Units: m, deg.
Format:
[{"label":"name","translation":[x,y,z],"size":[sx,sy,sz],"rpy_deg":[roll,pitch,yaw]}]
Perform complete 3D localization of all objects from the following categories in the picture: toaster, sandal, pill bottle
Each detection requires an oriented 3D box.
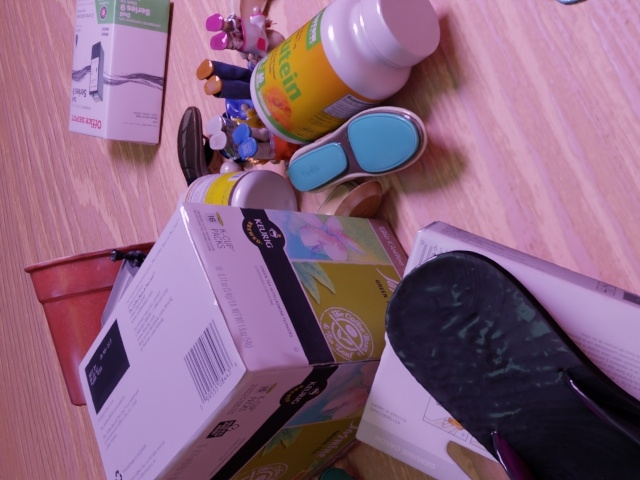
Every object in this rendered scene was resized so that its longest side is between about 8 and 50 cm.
[{"label":"toaster","translation":[-0.267,0.116,1.223],"size":[0.147,0.226,0.129],"rpy_deg":[-64,30,9]},{"label":"sandal","translation":[0.223,0.191,0.610],"size":[0.445,0.107,0.168],"rpy_deg":[41,110,15]},{"label":"pill bottle","translation":[0.029,-0.228,0.939],"size":[0.245,0.136,0.137],"rpy_deg":[-23,72,48]},{"label":"pill bottle","translation":[-0.141,-0.049,1.164],"size":[0.215,0.117,0.117],"rpy_deg":[2,91,51]},{"label":"sandal","translation":[-0.203,-0.127,1.293],"size":[0.090,0.060,0.220],"rpy_deg":[0,105,57]}]

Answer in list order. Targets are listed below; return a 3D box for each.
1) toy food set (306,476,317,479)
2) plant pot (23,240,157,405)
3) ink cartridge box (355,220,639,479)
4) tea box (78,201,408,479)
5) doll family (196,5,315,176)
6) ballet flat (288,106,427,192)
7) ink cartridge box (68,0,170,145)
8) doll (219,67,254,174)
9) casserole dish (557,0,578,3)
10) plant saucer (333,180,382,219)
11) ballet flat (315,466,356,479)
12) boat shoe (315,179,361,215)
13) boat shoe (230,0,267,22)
[{"label":"toy food set","translation":[-0.003,0.368,1.073],"size":[0.078,0.019,0.122],"rpy_deg":[-50,61,38]},{"label":"plant pot","translation":[-0.390,0.155,1.376],"size":[0.272,0.272,0.265],"rpy_deg":[-12,88,50]},{"label":"ink cartridge box","translation":[0.193,0.140,0.712],"size":[0.275,0.060,0.239],"rpy_deg":[22,109,21]},{"label":"tea box","translation":[-0.072,0.147,0.907],"size":[0.329,0.323,0.220],"rpy_deg":[-51,53,35]},{"label":"doll family","translation":[-0.100,-0.205,1.082],"size":[0.118,0.163,0.263],"rpy_deg":[-21,79,38]},{"label":"ballet flat","translation":[0.057,-0.121,0.950],"size":[0.248,0.086,0.086],"rpy_deg":[-10,82,48]},{"label":"ink cartridge box","translation":[-0.413,-0.350,1.494],"size":[0.211,0.121,0.290],"rpy_deg":[17,104,50]},{"label":"doll","translation":[-0.142,-0.190,1.220],"size":[0.129,0.046,0.189],"rpy_deg":[20,112,39]},{"label":"casserole dish","translation":[0.251,-0.340,0.747],"size":[0.114,0.036,0.189],"rpy_deg":[0,89,50]},{"label":"plant saucer","translation":[0.052,-0.041,0.955],"size":[0.015,0.083,0.083],"rpy_deg":[47,125,27]},{"label":"ballet flat","translation":[0.051,0.419,0.961],"size":[0.077,0.091,0.241],"rpy_deg":[99,150,-47]},{"label":"boat shoe","translation":[0.000,0.000,1.025],"size":[0.068,0.072,0.190],"rpy_deg":[47,124,40]},{"label":"boat shoe","translation":[-0.096,-0.418,1.151],"size":[0.059,0.062,0.170],"rpy_deg":[39,119,50]}]
